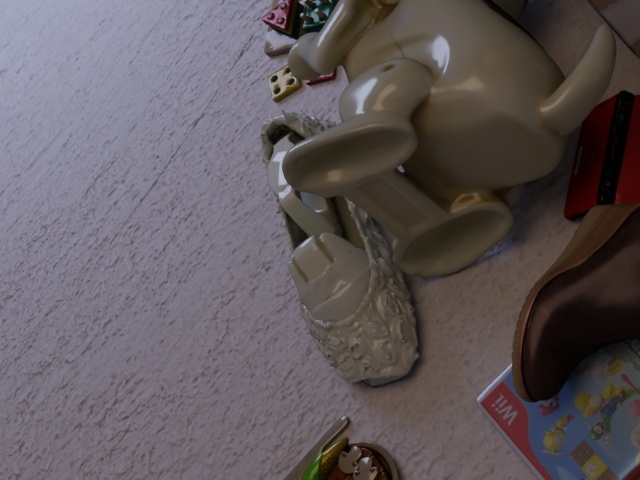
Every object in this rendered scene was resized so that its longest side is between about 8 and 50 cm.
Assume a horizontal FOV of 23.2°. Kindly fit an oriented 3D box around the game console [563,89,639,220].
[{"bbox_3d":[0.352,-0.088,1.767,0.124,0.085,0.144,-31,41,63],"label":"game console"}]

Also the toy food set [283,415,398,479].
[{"bbox_3d":[0.030,0.289,1.782,0.132,0.038,0.192,-50,46,3],"label":"toy food set"}]

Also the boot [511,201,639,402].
[{"bbox_3d":[0.323,0.073,1.607,0.207,0.090,0.248,14,71,44],"label":"boot"}]

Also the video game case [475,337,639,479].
[{"bbox_3d":[0.320,0.138,1.654,0.285,0.025,0.204,-46,46,7],"label":"video game case"}]

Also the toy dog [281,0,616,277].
[{"bbox_3d":[0.139,-0.235,1.823,0.395,0.284,0.408,-35,40,37],"label":"toy dog"}]

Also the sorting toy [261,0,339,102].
[{"bbox_3d":[-0.025,-0.327,2.177,0.132,0.046,0.274,-8,61,35],"label":"sorting toy"}]

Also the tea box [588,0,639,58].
[{"bbox_3d":[0.377,-0.439,1.758,0.329,0.220,0.323,-39,31,14],"label":"tea box"}]

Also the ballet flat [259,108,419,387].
[{"bbox_3d":[0.000,0.000,1.910,0.147,0.147,0.409,-34,50,18],"label":"ballet flat"}]
